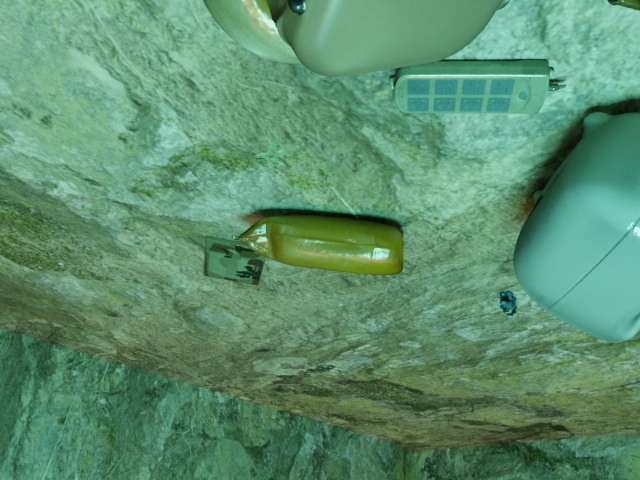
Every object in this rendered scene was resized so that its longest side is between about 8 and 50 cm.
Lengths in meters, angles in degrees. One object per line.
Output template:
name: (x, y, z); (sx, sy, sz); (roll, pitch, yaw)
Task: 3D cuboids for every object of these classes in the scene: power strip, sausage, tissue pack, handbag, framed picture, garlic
power strip: (0.204, -0.199, 0.800); (0.227, 0.029, 0.080); (2, 151, 10)
sausage: (-0.001, 0.004, 1.154); (0.328, 0.112, 0.112); (6, 152, 4)
tissue pack: (0.414, -0.017, 0.862); (0.236, 0.229, 0.333); (35, 158, 15)
handbag: (0.105, -0.286, 0.492); (0.283, 0.149, 0.302); (-10, 149, -26)
framed picture: (-0.197, 0.051, 1.389); (0.136, 0.010, 0.201); (11, 151, -7)
garlic: (-0.026, -0.272, 0.648); (0.245, 0.145, 0.164); (21, 118, -28)

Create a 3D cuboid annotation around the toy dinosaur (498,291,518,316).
toy dinosaur: (0.421, 0.146, 1.366); (0.030, 0.047, 0.083); (-9, 149, 32)

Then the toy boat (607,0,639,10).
toy boat: (0.338, -0.266, 0.606); (0.226, 0.068, 0.088); (10, 160, -5)
